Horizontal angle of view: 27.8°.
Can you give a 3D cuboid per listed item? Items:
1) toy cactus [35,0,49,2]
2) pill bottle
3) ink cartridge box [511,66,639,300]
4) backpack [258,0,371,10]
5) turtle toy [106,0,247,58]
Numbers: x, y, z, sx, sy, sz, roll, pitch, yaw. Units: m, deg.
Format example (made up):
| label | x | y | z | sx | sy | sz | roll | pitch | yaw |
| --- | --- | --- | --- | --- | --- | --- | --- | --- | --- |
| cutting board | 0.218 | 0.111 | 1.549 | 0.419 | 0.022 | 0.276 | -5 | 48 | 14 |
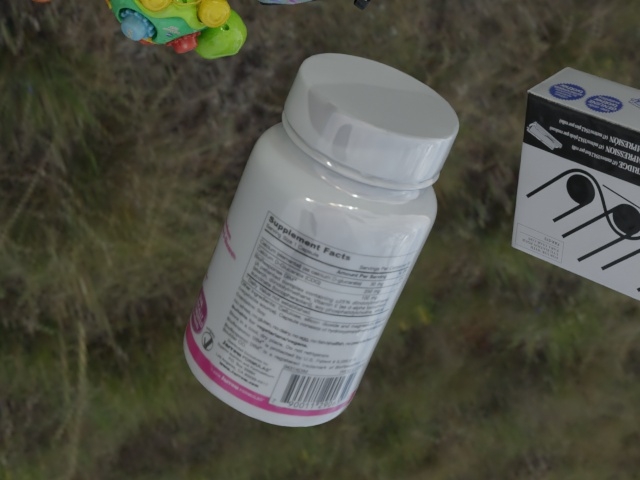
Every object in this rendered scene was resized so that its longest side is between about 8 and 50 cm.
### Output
| label | x | y | z | sx | sy | sz | roll | pitch | yaw |
| --- | --- | --- | --- | --- | --- | --- | --- | --- | --- |
| toy cactus | -0.183 | -0.096 | 0.500 | 0.219 | 0.180 | 0.112 | -36 | 111 | 8 |
| pill bottle | 0.000 | 0.000 | 1.071 | 0.160 | 0.160 | 0.283 | -1 | 126 | -37 |
| ink cartridge box | 0.197 | -0.009 | 0.646 | 0.046 | 0.207 | 0.097 | -33 | 135 | -40 |
| backpack | -0.015 | -0.325 | 1.390 | 0.182 | 0.152 | 0.115 | -6 | 148 | 32 |
| turtle toy | -0.110 | -0.177 | 0.983 | 0.130 | 0.095 | 0.066 | 12 | 122 | -34 |
